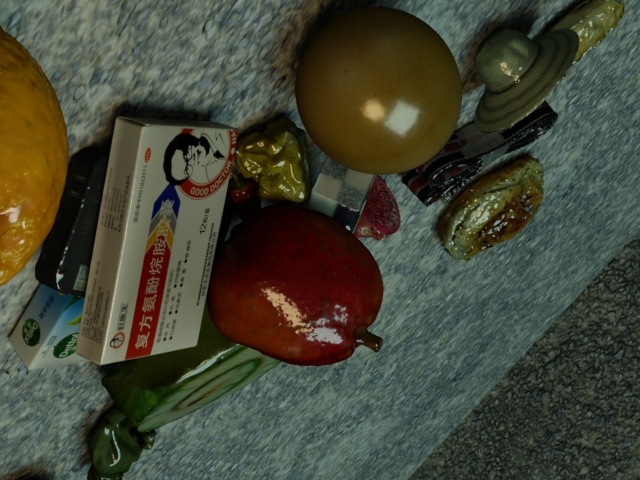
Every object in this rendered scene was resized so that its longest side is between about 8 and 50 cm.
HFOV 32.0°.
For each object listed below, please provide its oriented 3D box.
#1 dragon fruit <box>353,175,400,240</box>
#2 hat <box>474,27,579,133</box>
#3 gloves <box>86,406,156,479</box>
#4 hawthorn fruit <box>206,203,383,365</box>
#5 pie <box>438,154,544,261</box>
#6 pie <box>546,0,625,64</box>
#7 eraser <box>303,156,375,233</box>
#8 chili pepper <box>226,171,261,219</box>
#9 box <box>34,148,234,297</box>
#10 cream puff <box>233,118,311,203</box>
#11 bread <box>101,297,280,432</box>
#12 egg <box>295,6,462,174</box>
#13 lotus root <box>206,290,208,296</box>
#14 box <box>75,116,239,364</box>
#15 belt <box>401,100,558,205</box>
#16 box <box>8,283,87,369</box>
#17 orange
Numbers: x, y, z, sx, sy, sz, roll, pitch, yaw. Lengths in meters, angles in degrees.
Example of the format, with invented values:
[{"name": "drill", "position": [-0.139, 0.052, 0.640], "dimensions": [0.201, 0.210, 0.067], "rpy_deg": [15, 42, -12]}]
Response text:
[{"name": "dragon fruit", "position": [0.067, -0.057, 2.100], "dimensions": [0.111, 0.153, 0.153], "rpy_deg": [-28, 163, 32]}, {"name": "hat", "position": [0.342, -0.324, 2.044], "dimensions": [0.110, 0.252, 0.252], "rpy_deg": [40, 101, -20]}, {"name": "gloves", "position": [-0.396, 0.401, 2.187], "dimensions": [0.135, 0.107, 0.268], "rpy_deg": [-6, 145, -39]}, {"name": "hawthorn fruit", "position": [-0.028, 0.083, 1.811], "dimensions": [0.265, 0.307, 0.265], "rpy_deg": [-59, 170, -17]}, {"name": "pie", "position": [0.387, -0.059, 2.552], "dimensions": [0.308, 0.085, 0.308], "rpy_deg": [-31, 152, -18]}, {"name": "pie", "position": [0.480, -0.384, 2.202], "dimensions": [0.282, 0.068, 0.128], "rpy_deg": [-38, 153, 4]}, {"name": "eraser", "position": [0.000, 0.000, 2.023], "dimensions": [0.404, 0.098, 0.096], "rpy_deg": [112, 2, -57]}, {"name": "chili pepper", "position": [-0.126, -0.064, 1.891], "dimensions": [0.050, 0.059, 0.191], "rpy_deg": [-43, 153, -15]}, {"name": "box", "position": [-0.271, -0.004, 1.703], "dimensions": [0.350, 0.058, 0.211], "rpy_deg": [17, 94, -58]}, {"name": "cream puff", "position": [-0.077, -0.123, 1.809], "dimensions": [0.116, 0.146, 0.146], "rpy_deg": [-5, 151, 5]}, {"name": "bread", "position": [-0.211, 0.210, 2.061], "dimensions": [0.366, 0.129, 0.382], "rpy_deg": [-33, 166, 0]}, {"name": "egg", "position": [0.094, -0.224, 1.724], "dimensions": [0.250, 0.250, 0.322], "rpy_deg": [-44, 161, 5]}, {"name": "lotus root", "position": [-0.183, 0.065, 2.008], "dimensions": [0.152, 0.063, 0.072], "rpy_deg": [-37, 163, -11]}, {"name": "box", "position": [-0.237, -0.002, 1.646], "dimensions": [0.214, 0.069, 0.353], "rpy_deg": [-6, 110, -56]}, {"name": "belt", "position": [0.325, -0.195, 2.252], "dimensions": [0.359, 0.094, 0.126], "rpy_deg": [-32, 151, -19]}, {"name": "box", "position": [-0.389, 0.110, 1.785], "dimensions": [0.139, 0.073, 0.194], "rpy_deg": [-3, 135, -54]}, {"name": "orange", "position": [-0.430, -0.080, 1.193], "dimensions": [0.340, 0.293, 0.341], "rpy_deg": [-33, 152, -20]}]
